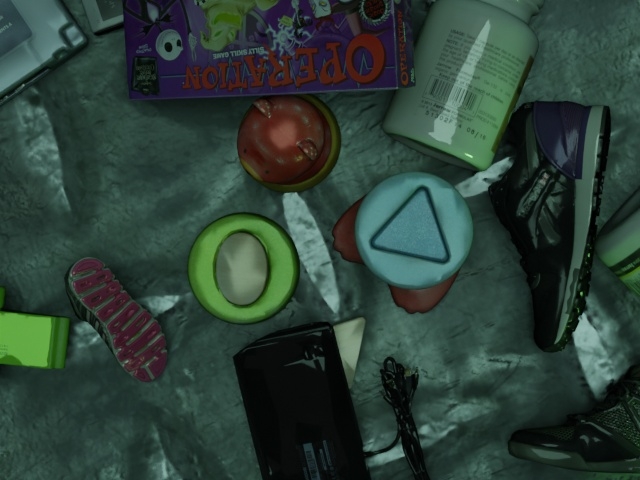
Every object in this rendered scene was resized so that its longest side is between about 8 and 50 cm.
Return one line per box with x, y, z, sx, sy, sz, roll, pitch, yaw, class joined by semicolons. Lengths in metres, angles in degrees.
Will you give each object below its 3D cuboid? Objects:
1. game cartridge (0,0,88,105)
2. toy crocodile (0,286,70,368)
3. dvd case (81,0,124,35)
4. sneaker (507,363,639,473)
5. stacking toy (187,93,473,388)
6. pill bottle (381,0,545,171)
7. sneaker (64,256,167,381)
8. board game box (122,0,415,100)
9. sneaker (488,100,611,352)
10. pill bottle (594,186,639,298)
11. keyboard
-0.441;-0.227;1.603;0.294;0.060;0.196;-34;92;0;game cartridge
-0.457;0.104;1.582;0.341;0.105;0.115;1;89;-3;toy crocodile
-0.179;-0.360;1.610;0.239;0.029;0.179;-19;88;0;dvd case
0.323;0.197;1.563;0.228;0.087;0.130;0;87;-2;sneaker
0.000;0.000;1.550;0.309;0.130;0.279;32;90;2;stacking toy
0.169;-0.203;1.548;0.131;0.131;0.229;22;89;2;pill bottle
-0.237;0.087;1.592;0.063;0.075;0.170;-41;111;-17;sneaker
-0.065;-0.259;1.487;0.347;0.056;0.208;0;102;31;board game box
0.249;-0.018;1.573;0.124;0.107;0.283;8;86;16;sneaker
0.477;0.058;1.509;0.334;0.188;0.188;44;90;1;pill bottle
0.031;0.244;1.571;0.202;0.033;0.317;-12;99;8;keyboard
